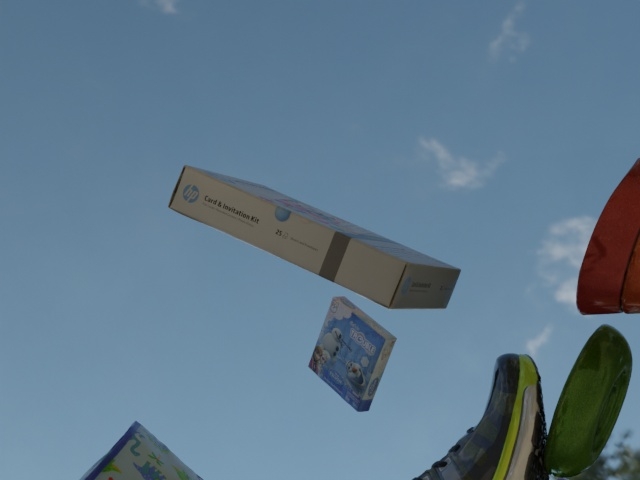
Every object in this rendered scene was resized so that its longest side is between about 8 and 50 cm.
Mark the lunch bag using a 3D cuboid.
[{"bbox_3d":[-0.156,0.243,0.976,0.129,0.151,0.096,44,-59,-3],"label":"lunch bag"}]

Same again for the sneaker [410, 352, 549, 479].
[{"bbox_3d":[0.094,0.204,0.822,0.111,0.121,0.300,74,-145,-46],"label":"sneaker"}]

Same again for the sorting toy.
[{"bbox_3d":[0.252,0.122,0.827,0.127,0.126,0.366,-37,-41,-48],"label":"sorting toy"}]

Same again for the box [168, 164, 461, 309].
[{"bbox_3d":[0.000,0.000,0.825,0.145,0.186,0.038,10,-78,-68],"label":"box"}]

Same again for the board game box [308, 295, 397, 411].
[{"bbox_3d":[0.032,0.120,1.163,0.020,0.090,0.090,2,-65,-43],"label":"board game box"}]
